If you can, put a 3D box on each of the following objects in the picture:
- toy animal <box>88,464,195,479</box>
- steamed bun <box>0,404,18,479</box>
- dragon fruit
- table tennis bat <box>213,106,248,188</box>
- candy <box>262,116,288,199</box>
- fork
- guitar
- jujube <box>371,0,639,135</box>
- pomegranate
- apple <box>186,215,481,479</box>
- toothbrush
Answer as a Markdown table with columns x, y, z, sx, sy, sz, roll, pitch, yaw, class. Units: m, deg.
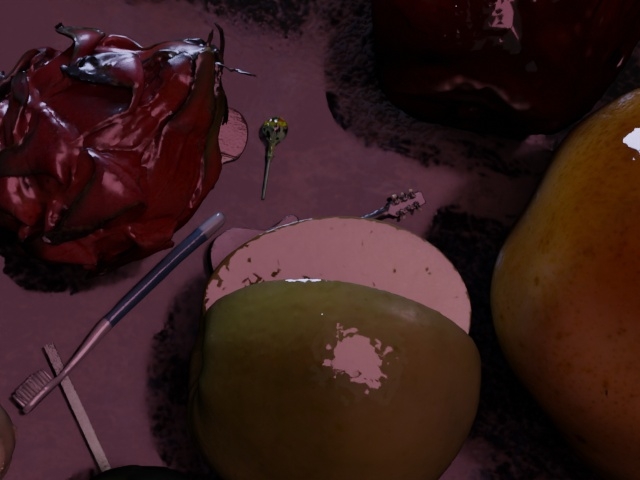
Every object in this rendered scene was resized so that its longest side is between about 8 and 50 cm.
| x | y | z | sx | sy | sz | roll | pitch | yaw | class |
| --- | --- | --- | --- | --- | --- | --- | --- | --- | --- |
| -0.095 | 0.326 | 1.715 | 0.338 | 0.216 | 0.191 | 38 | 111 | -11 | toy animal |
| -0.345 | 0.185 | 1.752 | 0.112 | 0.091 | 0.130 | 34 | 108 | -21 | steamed bun |
| -0.181 | -0.089 | 1.741 | 0.233 | 0.293 | 0.234 | 34 | 43 | -38 | dragon fruit |
| -0.100 | -0.092 | 1.888 | 0.050 | 0.007 | 0.083 | 17 | 78 | -10 | table tennis bat |
| -0.048 | -0.082 | 1.893 | 0.025 | 0.023 | 0.083 | 8 | 88 | -27 | candy |
| -0.210 | 0.205 | 1.823 | 0.039 | 0.021 | 0.235 | -24 | 87 | -18 | fork |
| 0.000 | 0.000 | 1.889 | 0.233 | 0.025 | 0.088 | -23 | 88 | -14 | guitar |
| 0.209 | -0.266 | 1.866 | 0.258 | 0.258 | 0.377 | 36 | 82 | -6 | jujube |
| 0.365 | 0.048 | 1.800 | 0.416 | 0.416 | 0.417 | 1 | 83 | -12 | pomegranate |
| 0.010 | 0.118 | 1.740 | 0.254 | 0.292 | 0.292 | 10 | 81 | -6 | apple |
| -0.192 | 0.063 | 1.832 | 0.025 | 0.019 | 0.276 | 44 | 72 | 3 | toothbrush |
